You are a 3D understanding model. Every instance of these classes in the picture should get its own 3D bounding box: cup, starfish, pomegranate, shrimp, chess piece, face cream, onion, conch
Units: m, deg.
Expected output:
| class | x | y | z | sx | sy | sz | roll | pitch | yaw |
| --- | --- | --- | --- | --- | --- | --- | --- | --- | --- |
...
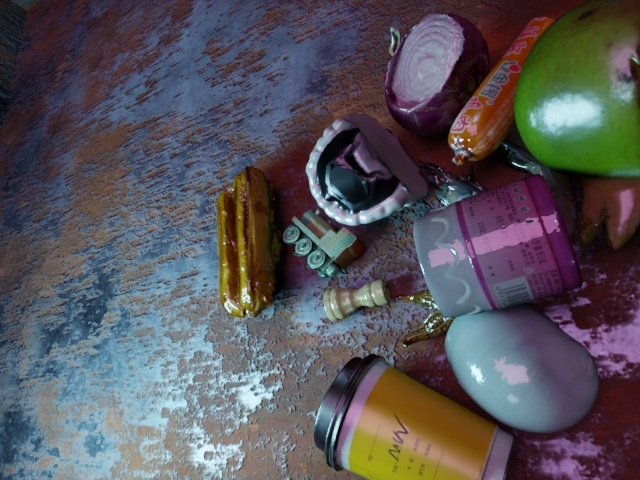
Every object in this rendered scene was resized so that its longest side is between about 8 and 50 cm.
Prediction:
| class | x | y | z | sx | sy | sz | roll | pitch | yaw |
| --- | --- | --- | --- | --- | --- | --- | --- | --- | --- |
| cup | 0.142 | 0.304 | 0.710 | 0.280 | 0.196 | 0.196 | 16 | 83 | 26 |
| starfish | 0.236 | 0.120 | 0.785 | 0.238 | 0.057 | 0.213 | -3 | 79 | 31 |
| pomegranate | 0.401 | -0.164 | 0.657 | 0.216 | 0.310 | 0.358 | 12 | 99 | 51 |
| shrimp | 0.317 | -0.096 | 0.801 | 0.178 | 0.075 | 0.289 | -47 | 56 | 3 |
| chess piece | 0.071 | 0.111 | 0.887 | 0.122 | 0.066 | 0.066 | -20 | 64 | 19 |
| face cream | 0.259 | 0.014 | 0.682 | 0.195 | 0.175 | 0.175 | -19 | 65 | 22 |
| onion | 0.226 | -0.301 | 0.859 | 0.201 | 0.200 | 0.207 | 1 | 78 | 32 |
| conch | 0.296 | 0.178 | 0.683 | 0.221 | 0.121 | 0.185 | 22 | 61 | 24 |

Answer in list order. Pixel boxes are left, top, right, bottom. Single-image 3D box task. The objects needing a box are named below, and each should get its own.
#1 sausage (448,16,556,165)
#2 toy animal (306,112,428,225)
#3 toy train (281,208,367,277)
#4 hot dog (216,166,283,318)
| class | x | y | z | sx | sy | sz | roll | pitch | yaw |
| --- | --- | --- | --- | --- | --- | --- | --- | --- | --- |
| sausage | 0.316 | -0.248 | 0.788 | 0.093 | 0.093 | 0.312 | 30 | 74 | 35 |
| toy animal | 0.085 | -0.125 | 0.882 | 0.156 | 0.204 | 0.208 | -40 | 82 | 32 |
| toy train | 0.000 | 0.000 | 0.965 | 0.118 | 0.074 | 0.176 | -45 | 51 | -1 |
| hot dog | -0.155 | 0.004 | 1.026 | 0.158 | 0.117 | 0.348 | -33 | 55 | 41 |
